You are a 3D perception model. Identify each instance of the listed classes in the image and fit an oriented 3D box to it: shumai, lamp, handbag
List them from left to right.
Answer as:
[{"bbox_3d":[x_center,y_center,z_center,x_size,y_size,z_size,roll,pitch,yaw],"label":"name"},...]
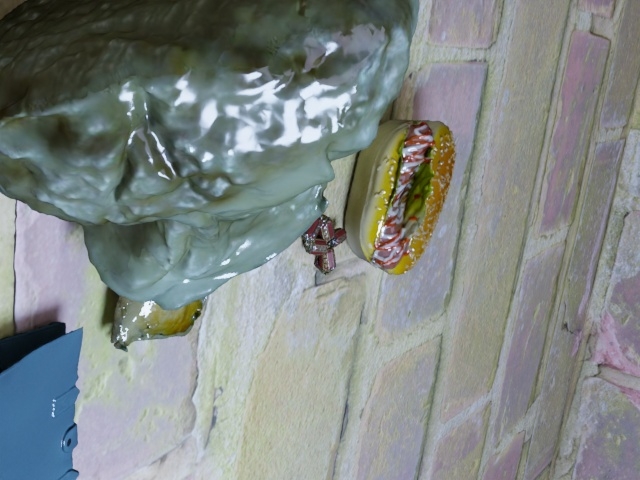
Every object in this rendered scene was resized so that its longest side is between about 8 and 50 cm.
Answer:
[{"bbox_3d":[-0.259,0.187,0.817,0.144,0.057,0.221,-30,129,-61],"label":"handbag"},{"bbox_3d":[-0.067,-0.073,0.728,0.292,0.329,0.289,-76,153,-53],"label":"shumai"},{"bbox_3d":[0.000,0.000,1.193,0.083,0.031,0.063,43,65,-55],"label":"lamp"}]

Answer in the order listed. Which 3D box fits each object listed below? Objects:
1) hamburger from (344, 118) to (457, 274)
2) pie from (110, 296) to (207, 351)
[{"bbox_3d":[0.109,-0.058,1.263,0.173,0.116,0.210,-2,107,-63],"label":"hamburger"},{"bbox_3d":[-0.129,-0.028,0.911,0.128,0.068,0.283,-2,111,-59],"label":"pie"}]
